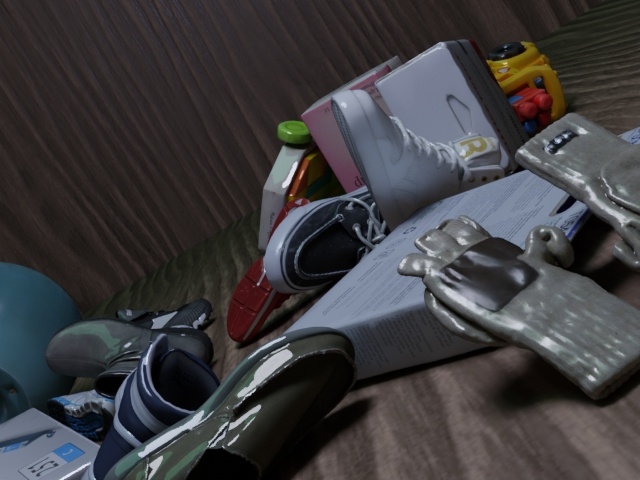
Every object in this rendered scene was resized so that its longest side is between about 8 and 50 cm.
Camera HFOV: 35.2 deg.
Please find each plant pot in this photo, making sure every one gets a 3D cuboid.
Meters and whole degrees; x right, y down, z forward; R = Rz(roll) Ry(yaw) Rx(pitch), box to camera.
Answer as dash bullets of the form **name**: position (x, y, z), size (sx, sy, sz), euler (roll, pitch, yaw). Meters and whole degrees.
- **plant pot**: position (-0.538, 0.213, 1.622), size (0.293, 0.293, 0.235), euler (-30, 21, 6)

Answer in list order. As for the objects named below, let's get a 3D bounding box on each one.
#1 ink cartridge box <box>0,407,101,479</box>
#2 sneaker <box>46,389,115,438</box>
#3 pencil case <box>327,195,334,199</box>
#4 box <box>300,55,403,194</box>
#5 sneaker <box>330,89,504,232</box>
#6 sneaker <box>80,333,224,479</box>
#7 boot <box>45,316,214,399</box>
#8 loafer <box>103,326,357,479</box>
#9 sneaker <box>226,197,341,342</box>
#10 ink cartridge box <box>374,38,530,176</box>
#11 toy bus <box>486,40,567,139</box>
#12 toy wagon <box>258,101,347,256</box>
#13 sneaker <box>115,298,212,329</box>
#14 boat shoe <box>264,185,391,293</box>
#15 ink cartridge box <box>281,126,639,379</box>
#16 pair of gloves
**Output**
- **ink cartridge box**: position (-0.369, 0.286, 1.061), size (0.261, 0.066, 0.296), euler (-29, 14, -27)
- **sneaker**: position (-0.308, 0.235, 1.399), size (0.191, 0.071, 0.083), euler (-10, 15, 46)
- **pencil case**: position (0.000, 0.000, 1.591), size (0.086, 0.088, 0.206), euler (-27, 9, 33)
- **box**: position (0.102, -0.142, 1.562), size (0.148, 0.232, 0.127), euler (-27, 10, 26)
- **sneaker**: position (0.128, -0.106, 1.218), size (0.169, 0.292, 0.108), euler (-27, 51, 5)
- **sneaker**: position (-0.141, 0.147, 0.985), size (0.153, 0.099, 0.282), euler (-60, 6, 17)
- **boot**: position (-0.271, 0.162, 1.341), size (0.246, 0.083, 0.161), euler (-1, 11, 8)
- **loafer**: position (-0.060, 0.171, 0.840), size (0.251, 0.094, 0.087), euler (-38, 38, -15)
- **sneaker**: position (-0.033, 0.062, 1.426), size (0.221, 0.128, 0.087), euler (-60, 33, 2)
- **ink cartridge box**: position (0.200, -0.176, 1.445), size (0.114, 0.197, 0.273), euler (-29, 1, 20)
- **toy bus**: position (0.329, -0.233, 1.670), size (0.220, 0.149, 0.211), euler (-31, 21, -18)
- **toy wagon**: position (-0.005, -0.098, 1.715), size (0.068, 0.267, 0.344), euler (18, 30, 20)
- **sneaker**: position (-0.288, 0.147, 1.679), size (0.234, 0.106, 0.078), euler (-35, 10, -24)
- **boat shoe**: position (0.059, -0.009, 1.379), size (0.306, 0.113, 0.105), euler (-21, 16, -41)
- **ink cartridge box**: position (0.159, 0.016, 0.992), size (0.330, 0.071, 0.324), euler (-19, 14, 42)
- **pair of gloves**: position (0.193, 0.005, 0.741), size (0.240, 0.042, 0.204), euler (-40, 45, -25)
